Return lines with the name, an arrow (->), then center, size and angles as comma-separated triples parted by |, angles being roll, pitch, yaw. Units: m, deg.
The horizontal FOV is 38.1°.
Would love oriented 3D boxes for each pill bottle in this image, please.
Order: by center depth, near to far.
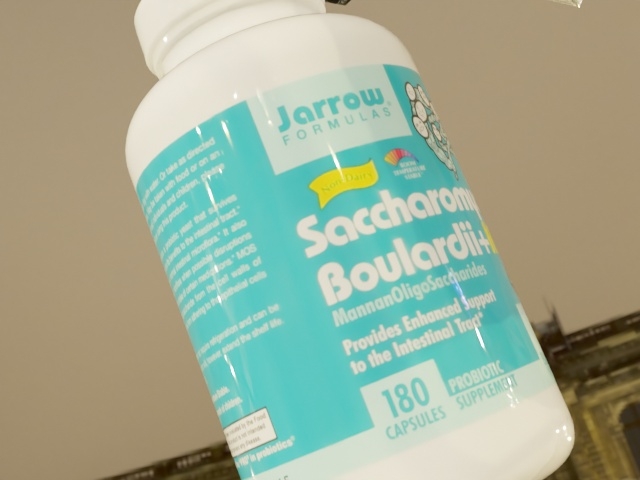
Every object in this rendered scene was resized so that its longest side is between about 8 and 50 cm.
pill bottle -> 0.000, 0.000, 0.429 | 0.146, 0.264, 0.146 | -22, -11, -4

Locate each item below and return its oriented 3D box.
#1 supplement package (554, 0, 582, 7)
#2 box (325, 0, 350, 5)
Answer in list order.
supplement package -> 0.368, -0.555, 1.542 | 0.145, 0.204, 0.262 | 12, -78, -51
box -> -0.005, -0.286, 0.956 | 0.067, 0.083, 0.018 | -3, -23, -41
